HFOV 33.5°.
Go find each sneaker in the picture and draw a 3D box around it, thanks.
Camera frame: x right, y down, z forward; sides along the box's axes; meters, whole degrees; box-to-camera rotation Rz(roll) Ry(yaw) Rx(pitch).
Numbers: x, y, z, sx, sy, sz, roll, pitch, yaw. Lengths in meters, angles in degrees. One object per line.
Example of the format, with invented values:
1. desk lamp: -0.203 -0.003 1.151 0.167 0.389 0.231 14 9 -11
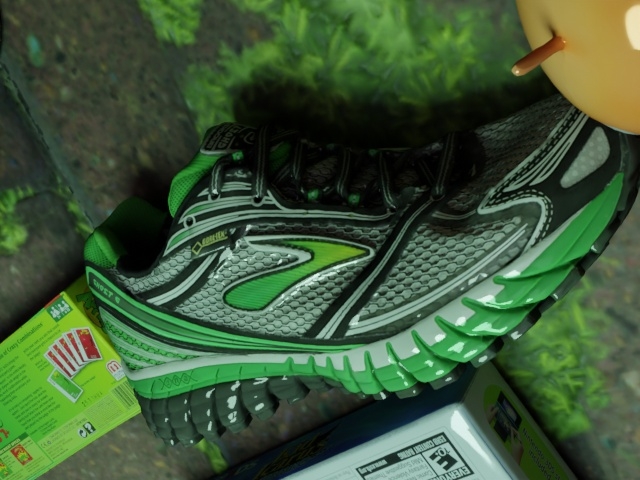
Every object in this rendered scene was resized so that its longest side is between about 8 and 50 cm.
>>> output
1. sneaker: 0.000 0.000 0.536 0.343 0.134 0.146 -22 105 33

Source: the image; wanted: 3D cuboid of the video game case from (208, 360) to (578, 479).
1. video game case: 0.062 0.226 0.675 0.269 0.061 0.244 -31 100 35

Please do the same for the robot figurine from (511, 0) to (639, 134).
1. robot figurine: 0.163 -0.113 0.379 0.219 0.128 0.158 -16 83 4

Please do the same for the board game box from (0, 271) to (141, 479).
1. board game box: -0.184 0.099 0.732 0.181 0.043 0.092 -34 98 35
